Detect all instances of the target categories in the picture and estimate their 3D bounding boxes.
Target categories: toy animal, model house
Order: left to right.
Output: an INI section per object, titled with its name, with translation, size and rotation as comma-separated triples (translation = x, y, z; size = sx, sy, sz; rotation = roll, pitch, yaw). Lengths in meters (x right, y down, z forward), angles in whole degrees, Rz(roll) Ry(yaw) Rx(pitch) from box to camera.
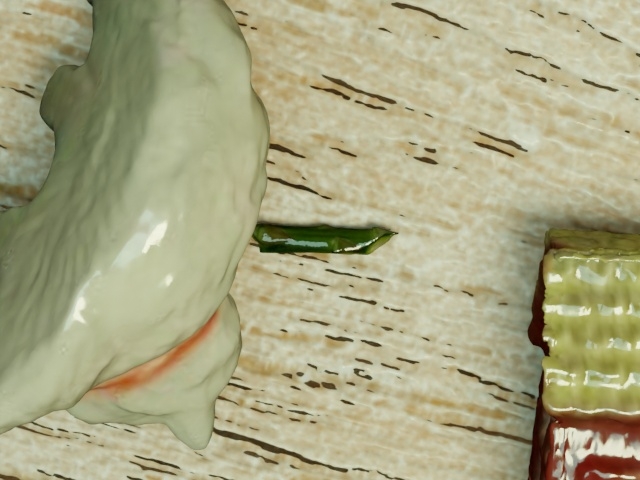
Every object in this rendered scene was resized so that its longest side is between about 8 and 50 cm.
[toy animal]
translation = -0.107, -0.021, 0.970
size = 0.188, 0.308, 0.266
rotation = 23, 140, -29
[model house]
translation = 0.229, 0.098, 0.954
size = 0.196, 0.160, 0.254
rotation = 4, 102, 5

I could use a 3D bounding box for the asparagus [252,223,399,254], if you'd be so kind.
[asparagus]
translation = 0.000, -0.001, 1.022
size = 0.108, 0.025, 0.021
rotation = 2, 94, 6
